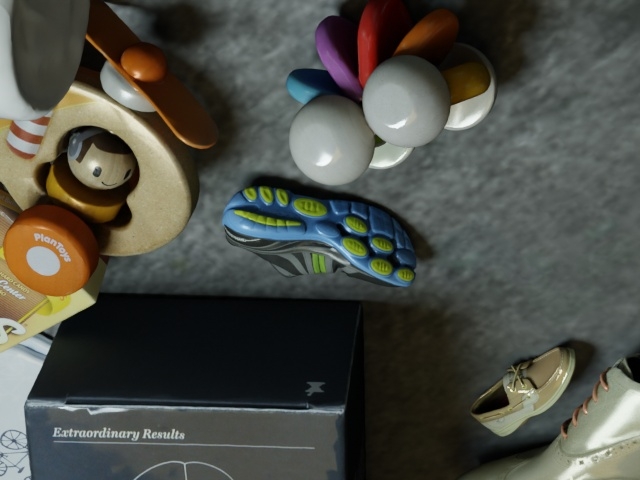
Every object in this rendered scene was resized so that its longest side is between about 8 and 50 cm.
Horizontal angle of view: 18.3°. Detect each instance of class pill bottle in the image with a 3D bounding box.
[{"bbox_3d":[-0.349,-0.194,1.567,0.302,0.169,0.169,8,133,15],"label":"pill bottle"}]

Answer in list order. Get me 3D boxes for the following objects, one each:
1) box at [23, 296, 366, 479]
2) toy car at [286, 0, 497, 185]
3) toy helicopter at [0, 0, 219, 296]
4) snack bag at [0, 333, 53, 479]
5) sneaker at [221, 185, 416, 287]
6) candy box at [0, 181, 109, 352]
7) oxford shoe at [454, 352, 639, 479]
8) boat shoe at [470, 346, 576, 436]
[{"bbox_3d":[-0.107,0.273,1.920,0.294,0.212,0.395,2,117,5],"label":"box"},{"bbox_3d":[0.048,-0.133,1.660,0.182,0.159,0.136,-26,89,28],"label":"toy car"},{"bbox_3d":[-0.233,-0.136,1.694,0.235,0.140,0.355,-26,111,35],"label":"toy helicopter"},{"bbox_3d":[-0.246,0.258,2.106,0.343,0.037,0.323,27,129,-16],"label":"snack bag"},{"bbox_3d":[0.000,0.000,1.833,0.188,0.067,0.078,15,153,-8],"label":"sneaker"},{"bbox_3d":[-0.379,0.037,1.891,0.316,0.087,0.183,-27,122,28],"label":"candy box"},{"bbox_3d":[0.289,0.181,1.921,0.397,0.140,0.146,-21,106,19],"label":"oxford shoe"},{"bbox_3d":[0.197,0.145,1.934,0.045,0.050,0.135,25,130,-21],"label":"boat shoe"}]
